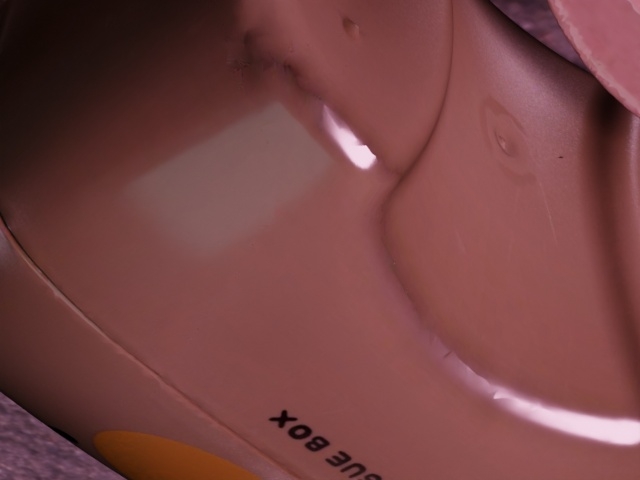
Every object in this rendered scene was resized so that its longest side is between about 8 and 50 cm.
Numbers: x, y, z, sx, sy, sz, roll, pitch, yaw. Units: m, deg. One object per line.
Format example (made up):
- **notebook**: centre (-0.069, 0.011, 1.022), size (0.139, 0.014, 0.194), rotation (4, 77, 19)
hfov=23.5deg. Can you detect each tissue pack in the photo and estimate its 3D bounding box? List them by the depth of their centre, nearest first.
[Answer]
- **tissue pack**: centre (0.000, 0.000, 0.736), size (0.277, 0.267, 0.387), rotation (-26, 131, 33)

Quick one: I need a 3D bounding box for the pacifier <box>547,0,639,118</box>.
- **pacifier**: centre (0.211, -0.131, 0.569), size (0.220, 0.273, 0.332), rotation (14, 146, -29)
